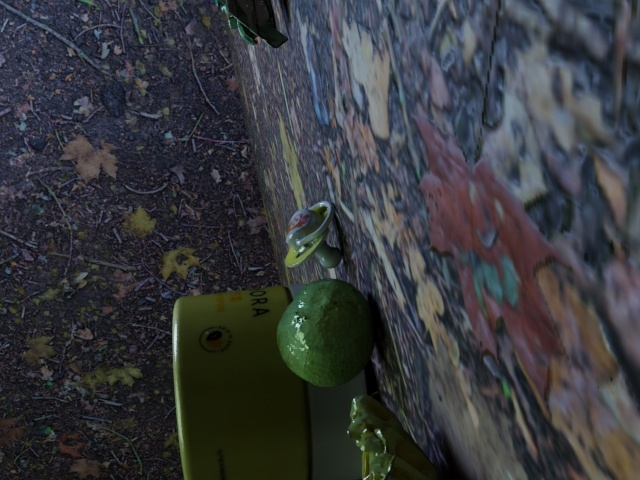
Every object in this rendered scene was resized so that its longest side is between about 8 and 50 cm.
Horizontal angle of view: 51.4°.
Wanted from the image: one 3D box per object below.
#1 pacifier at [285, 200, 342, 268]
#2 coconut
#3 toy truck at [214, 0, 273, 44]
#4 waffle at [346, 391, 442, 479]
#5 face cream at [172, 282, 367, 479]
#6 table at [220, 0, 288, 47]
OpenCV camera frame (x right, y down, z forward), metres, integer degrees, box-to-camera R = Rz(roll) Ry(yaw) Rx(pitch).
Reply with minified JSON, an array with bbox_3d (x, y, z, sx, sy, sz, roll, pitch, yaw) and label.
[{"bbox_3d":[0.000,0.000,0.652,0.064,0.068,0.083,43,-151,-24],"label":"pacifier"},{"bbox_3d":[0.005,0.080,0.564,0.096,0.088,0.087,94,164,-44],"label":"coconut"},{"bbox_3d":[-0.106,-0.305,0.777,0.080,0.078,0.154,-119,16,-73],"label":"toy truck"},{"bbox_3d":[0.069,0.204,0.390,0.214,0.054,0.207,-119,13,-60],"label":"waffle"},{"bbox_3d":[-0.058,0.160,0.724,0.218,0.180,0.218,175,90,-82],"label":"face cream"},{"bbox_3d":[-0.086,-0.294,0.640,0.175,0.062,0.146,40,161,17],"label":"table"}]
